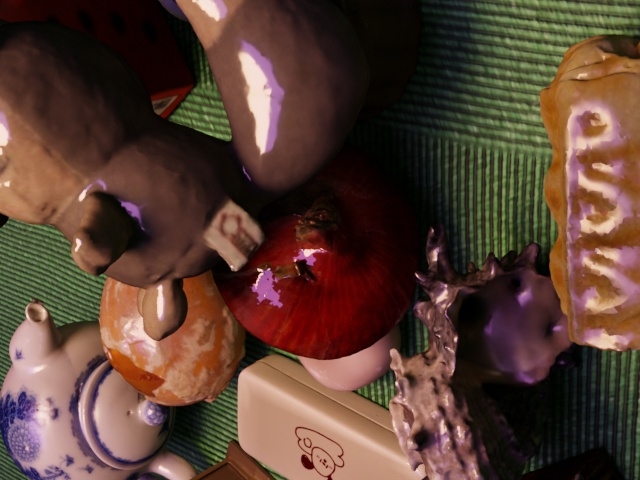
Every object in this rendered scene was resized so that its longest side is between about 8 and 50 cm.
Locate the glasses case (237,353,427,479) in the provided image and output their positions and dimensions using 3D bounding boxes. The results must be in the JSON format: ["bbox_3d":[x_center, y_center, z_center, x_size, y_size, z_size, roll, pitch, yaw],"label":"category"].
[{"bbox_3d":[0.025,0.258,1.425,0.313,0.070,0.131,23,123,37],"label":"glasses case"}]

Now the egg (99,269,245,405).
[{"bbox_3d":[-0.194,0.103,1.489,0.195,0.195,0.233,-10,102,47],"label":"egg"}]

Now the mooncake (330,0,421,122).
[{"bbox_3d":[-0.011,-0.226,1.208,0.228,0.124,0.228,18,118,38],"label":"mooncake"}]

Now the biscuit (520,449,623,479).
[{"bbox_3d":[0.212,0.306,1.233,0.252,0.106,0.070,-36,85,48],"label":"biscuit"}]

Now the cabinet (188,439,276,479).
[{"bbox_3d":[-0.157,0.432,1.608,0.148,0.175,0.215,37,130,28],"label":"cabinet"}]

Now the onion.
[{"bbox_3d":[0.001,0.003,1.216,0.161,0.248,0.248,-29,86,53],"label":"onion"}]

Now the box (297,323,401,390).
[{"bbox_3d":[0.011,0.080,1.346,0.146,0.088,0.200,-38,79,45],"label":"box"}]

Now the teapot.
[{"bbox_3d":[-0.310,0.240,1.621,0.280,0.252,0.424,-6,129,42],"label":"teapot"}]

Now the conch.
[{"bbox_3d":[0.141,0.142,1.140,0.186,0.240,0.313,20,108,23],"label":"conch"}]

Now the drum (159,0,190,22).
[{"bbox_3d":[-0.200,-0.314,1.280,0.049,0.253,0.130,167,108,-71],"label":"drum"}]

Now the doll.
[{"bbox_3d":[-0.185,-0.141,1.110,0.382,0.378,0.252,45,170,-8],"label":"doll"}]

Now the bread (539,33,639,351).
[{"bbox_3d":[0.267,-0.047,1.007,0.152,0.130,0.268,10,114,47],"label":"bread"}]

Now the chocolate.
[{"bbox_3d":[-0.346,-0.271,1.372,0.161,0.360,0.341,-26,89,32],"label":"chocolate"}]
